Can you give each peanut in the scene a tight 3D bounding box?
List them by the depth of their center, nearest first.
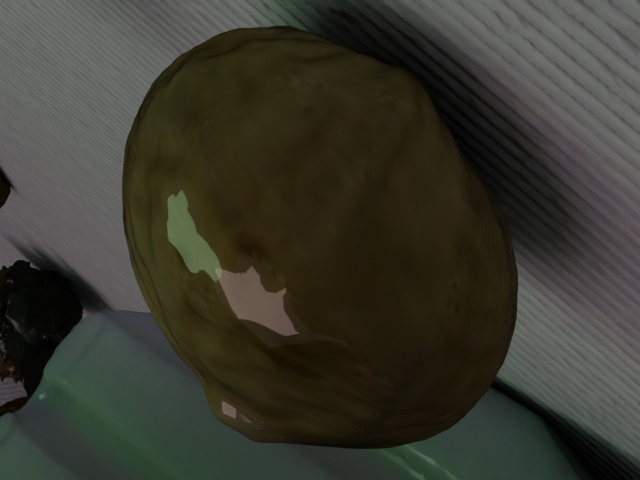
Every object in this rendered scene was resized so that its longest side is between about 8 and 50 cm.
[{"bbox_3d":[0.000,0.000,0.602,0.141,0.109,0.159,30,155,3],"label":"peanut"}]

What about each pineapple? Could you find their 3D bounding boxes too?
[{"bbox_3d":[-0.265,0.078,1.738,0.119,0.111,0.237,46,166,-10],"label":"pineapple"}]

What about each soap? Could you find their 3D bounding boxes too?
[{"bbox_3d":[0.016,0.190,0.855,0.446,0.261,0.156,28,162,45],"label":"soap"}]

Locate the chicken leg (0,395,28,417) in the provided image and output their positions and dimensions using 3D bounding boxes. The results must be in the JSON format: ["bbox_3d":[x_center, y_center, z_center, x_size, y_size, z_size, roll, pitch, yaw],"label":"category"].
[{"bbox_3d":[-0.204,0.195,1.793,0.295,0.182,0.409,16,-163,-25],"label":"chicken leg"}]

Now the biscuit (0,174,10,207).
[{"bbox_3d":[-0.344,-0.121,1.424,0.301,0.043,0.278,46,168,-21],"label":"biscuit"}]
